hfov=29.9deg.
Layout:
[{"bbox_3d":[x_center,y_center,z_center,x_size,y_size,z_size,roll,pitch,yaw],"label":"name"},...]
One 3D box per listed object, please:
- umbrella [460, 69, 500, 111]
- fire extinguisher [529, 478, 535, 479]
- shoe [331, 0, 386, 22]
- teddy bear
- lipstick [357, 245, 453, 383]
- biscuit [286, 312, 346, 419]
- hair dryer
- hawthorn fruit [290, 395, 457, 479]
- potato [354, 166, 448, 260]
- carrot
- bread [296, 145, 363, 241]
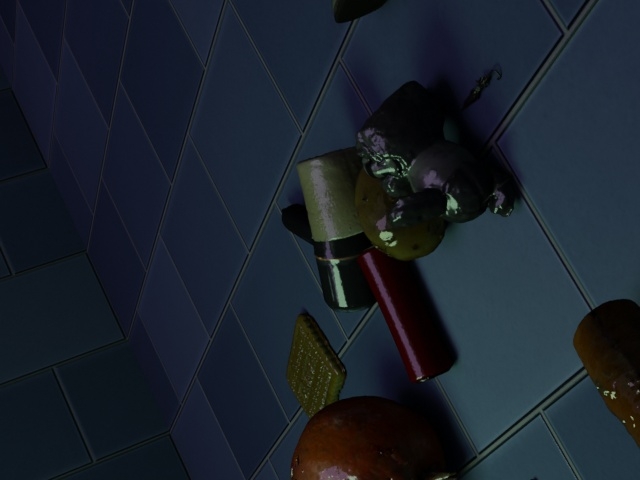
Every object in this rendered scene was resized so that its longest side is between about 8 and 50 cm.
[{"bbox_3d":[0.218,-0.210,1.672,0.022,0.013,0.122,47,153,0],"label":"umbrella"},{"bbox_3d":[0.325,0.405,1.883,0.046,0.032,0.100,55,147,8],"label":"fire extinguisher"},{"bbox_3d":[0.071,-0.419,1.726,0.098,0.103,0.275,62,148,21],"label":"shoe"},{"bbox_3d":[0.144,-0.095,1.724,0.251,0.171,0.144,58,160,20],"label":"teddy bear"},{"bbox_3d":[0.140,0.119,2.000,0.241,0.080,0.080,67,156,8],"label":"lipstick"},{"bbox_3d":[-0.016,0.281,2.508,0.172,0.029,0.254,56,151,31],"label":"biscuit"},{"bbox_3d":[0.000,0.000,2.209,0.352,0.107,0.189,-148,45,-65],"label":"hair dryer"},{"bbox_3d":[0.111,0.402,2.085,0.307,0.276,0.276,-9,100,51],"label":"hawthorn fruit"},{"bbox_3d":[0.124,-0.053,1.847,0.176,0.137,0.137,61,156,-2],"label":"potato"},{"bbox_3d":[0.423,0.204,1.421,0.302,0.139,0.139,-124,27,-45],"label":"carrot"},{"bbox_3d":[0.045,-0.079,1.956,0.134,0.148,0.141,173,83,-80],"label":"bread"}]
